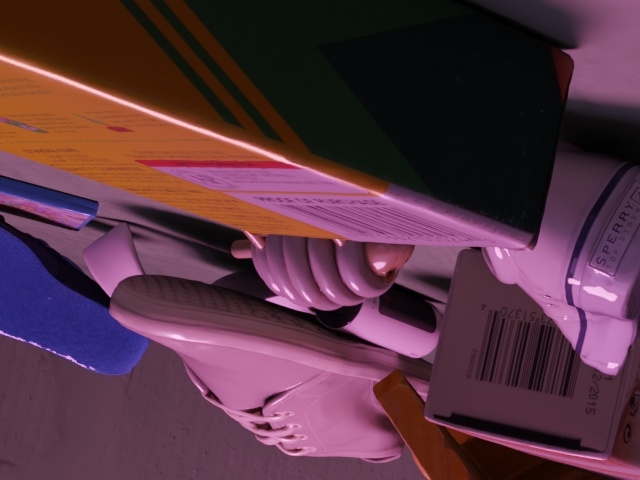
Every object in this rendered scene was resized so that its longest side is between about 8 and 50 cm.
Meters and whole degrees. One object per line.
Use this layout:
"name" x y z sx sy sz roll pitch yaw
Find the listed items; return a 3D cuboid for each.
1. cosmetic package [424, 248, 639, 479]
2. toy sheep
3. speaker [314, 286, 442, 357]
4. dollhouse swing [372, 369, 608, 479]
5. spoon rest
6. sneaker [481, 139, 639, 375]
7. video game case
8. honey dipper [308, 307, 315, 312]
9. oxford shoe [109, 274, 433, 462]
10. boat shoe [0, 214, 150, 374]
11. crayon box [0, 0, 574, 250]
"cosmetic package" 0.215 0.108 1.351 0.153 0.129 0.296 8 171 34
"toy sheep" 0.000 0.000 1.113 0.132 0.091 0.091 2 167 36
"speaker" 0.052 0.066 1.648 0.055 0.055 0.136 9 171 37
"dollhouse swing" 0.255 0.219 1.554 0.347 0.315 0.305 55 167 40
"spoon rest" -0.110 0.065 1.758 0.137 0.084 0.276 -34 146 24
"sneaker" 0.130 -0.001 0.908 0.091 0.094 0.258 31 173 15
"video game case" -0.263 -0.035 1.632 0.119 0.015 0.166 16 173 -11
"honey dipper" 0.058 0.070 1.793 0.161 0.030 0.030 14 174 -35
"oxford shoe" -0.033 0.127 1.678 0.169 0.130 0.449 25 -179 35
"boat shoe" -0.280 0.046 1.707 0.258 0.109 0.089 41 -176 -30
"crayon box" -0.090 -0.077 0.680 0.319 0.081 0.202 18 172 -35
